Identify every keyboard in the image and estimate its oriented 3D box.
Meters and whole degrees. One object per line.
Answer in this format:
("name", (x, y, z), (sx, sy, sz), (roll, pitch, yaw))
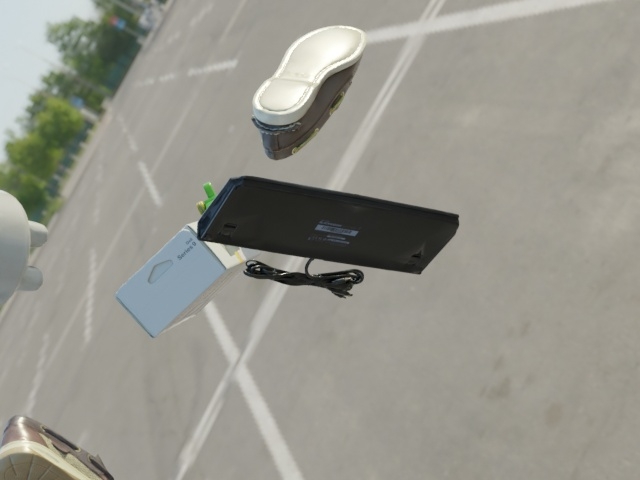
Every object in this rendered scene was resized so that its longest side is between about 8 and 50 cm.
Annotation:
("keyboard", (0.000, 0.000, 1.456), (0.201, 0.317, 0.033), (-52, 37, 43))

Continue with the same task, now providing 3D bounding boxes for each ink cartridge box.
("ink cartridge box", (-0.192, 0.048, 1.738), (0.154, 0.093, 0.212), (-43, -4, 10))

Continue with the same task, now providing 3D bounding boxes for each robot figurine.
("robot figurine", (-0.583, 0.002, 1.778), (0.200, 0.353, 0.300), (-9, 74, 38))

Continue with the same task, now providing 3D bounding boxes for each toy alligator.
("toy alligator", (-0.158, -0.026, 1.934), (0.056, 0.051, 0.189), (-28, 43, 1))

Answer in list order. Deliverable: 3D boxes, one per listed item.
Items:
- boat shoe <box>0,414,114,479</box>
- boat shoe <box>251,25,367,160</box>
("boat shoe", (-0.323, 0.326, 1.581), (0.103, 0.285, 0.092), (-26, 43, 19))
("boat shoe", (-0.013, -0.249, 1.931), (0.324, 0.117, 0.096), (-56, -29, -47))
